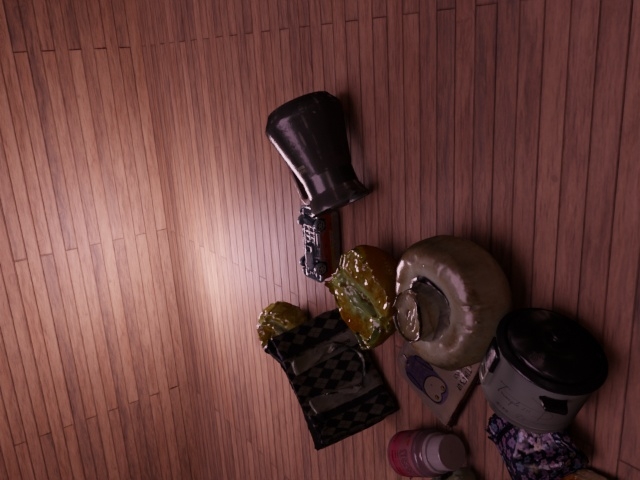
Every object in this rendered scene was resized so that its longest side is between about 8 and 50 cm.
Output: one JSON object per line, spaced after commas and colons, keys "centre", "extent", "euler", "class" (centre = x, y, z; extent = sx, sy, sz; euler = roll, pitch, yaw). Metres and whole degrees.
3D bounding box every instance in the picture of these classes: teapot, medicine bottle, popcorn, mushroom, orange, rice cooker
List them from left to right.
{"centre": [-0.147, 0.338, 2.388], "extent": [0.221, 0.184, 0.204], "euler": [-13, 105, 44], "class": "popcorn"}
{"centre": [-0.017, -0.256, 1.898], "extent": [0.300, 0.253, 0.344], "euler": [-26, 85, 59], "class": "teapot"}
{"centre": [0.157, 0.171, 1.846], "extent": [0.262, 0.196, 0.334], "euler": [-117, 36, -45], "class": "orange"}
{"centre": [0.319, 0.642, 1.837], "extent": [0.247, 0.147, 0.147], "euler": [-34, 74, 55], "class": "medicine bottle"}
{"centre": [0.316, 0.155, 1.536], "extent": [0.352, 0.260, 0.352], "euler": [33, 128, 56], "class": "mushroom"}
{"centre": [0.489, 0.279, 1.348], "extent": [0.280, 0.241, 0.227], "euler": [-73, -5, -50], "class": "rice cooker"}

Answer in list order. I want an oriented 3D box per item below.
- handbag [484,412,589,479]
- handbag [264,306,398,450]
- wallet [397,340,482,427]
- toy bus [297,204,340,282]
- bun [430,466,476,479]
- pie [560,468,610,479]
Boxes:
{"centre": [0.515, 0.491, 1.486], "extent": [0.228, 0.127, 0.208], "euler": [-57, 39, 42], "class": "handbag"}
{"centre": [0.022, 0.459, 2.051], "extent": [0.416, 0.317, 0.180], "euler": [63, 152, 19], "class": "handbag"}
{"centre": [0.343, 0.372, 1.760], "extent": [0.275, 0.068, 0.335], "euler": [47, 140, 33], "class": "wallet"}
{"centre": [0.000, 0.000, 2.078], "extent": [0.121, 0.120, 0.265], "euler": [21, 120, 51], "class": "toy bus"}
{"centre": [0.387, 0.762, 1.782], "extent": [0.126, 0.204, 0.212], "euler": [45, 178, 3], "class": "bun"}
{"centre": [0.626, 0.629, 1.421], "extent": [0.205, 0.084, 0.179], "euler": [1, 104, 59], "class": "pie"}
